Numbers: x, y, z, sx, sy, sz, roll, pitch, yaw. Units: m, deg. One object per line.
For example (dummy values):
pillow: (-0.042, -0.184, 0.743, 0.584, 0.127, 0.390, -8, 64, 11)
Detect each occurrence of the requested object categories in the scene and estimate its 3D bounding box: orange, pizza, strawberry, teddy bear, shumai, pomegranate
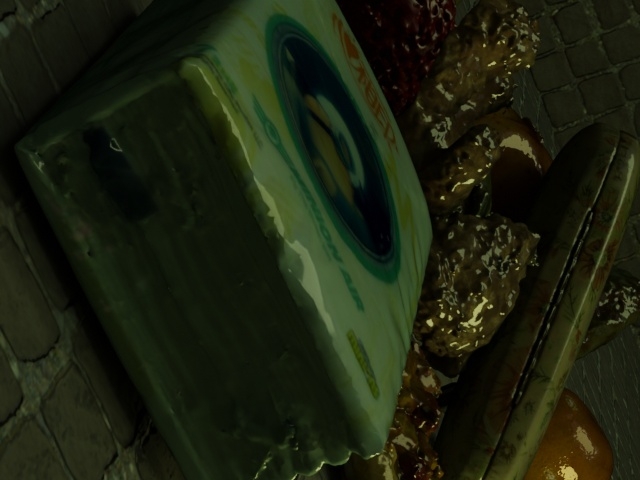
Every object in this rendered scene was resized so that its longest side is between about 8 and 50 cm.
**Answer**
orange: (0.279, 0.250, 2.166, 0.156, 0.124, 0.156, 49, 13, -15)
pizza: (0.063, 0.164, 1.549, 0.161, 0.085, 0.305, 51, 25, -55)
strawberry: (0.066, -0.223, 1.916, 0.184, 0.186, 0.202, -25, 115, -42)
teddy bear: (0.146, -0.054, 1.695, 0.222, 0.296, 0.246, 41, -18, 13)
shumai: (0.282, 0.052, 2.279, 0.204, 0.222, 0.272, 67, 23, 3)
pomegranate: (0.163, -0.055, 1.929, 0.215, 0.215, 0.215, -20, 90, -76)

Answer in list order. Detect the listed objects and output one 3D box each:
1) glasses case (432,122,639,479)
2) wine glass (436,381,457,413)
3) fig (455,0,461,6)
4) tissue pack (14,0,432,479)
glasses case: (0.209, 0.080, 1.760, 0.156, 0.098, 0.425, 110, 3, -74)
wine glass: (0.159, 0.225, 1.849, 0.072, 0.072, 0.155, -40, 110, -75)
fig: (0.154, -0.391, 2.557, 0.136, 0.120, 0.153, 38, 35, -57)
tissue pack: (-0.045, -0.028, 1.248, 0.388, 0.162, 0.287, -69, 136, -67)
